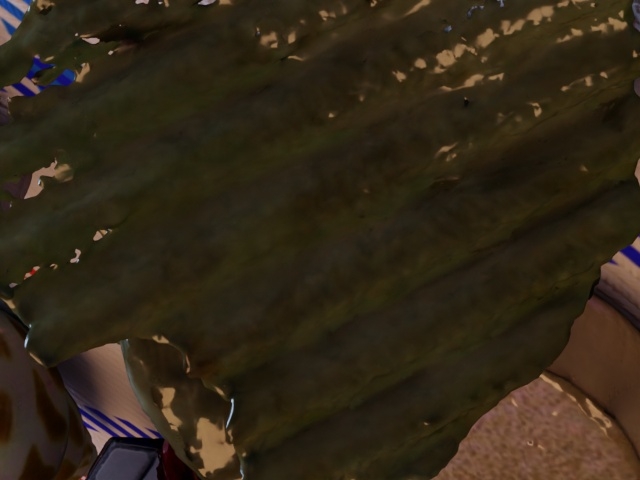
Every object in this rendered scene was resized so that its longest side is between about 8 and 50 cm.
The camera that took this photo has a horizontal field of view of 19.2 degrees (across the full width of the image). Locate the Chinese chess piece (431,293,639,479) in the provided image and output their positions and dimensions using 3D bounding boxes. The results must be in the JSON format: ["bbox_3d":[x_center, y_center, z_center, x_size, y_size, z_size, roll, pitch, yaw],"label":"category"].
[{"bbox_3d":[0.130,0.143,1.413,0.270,0.112,0.270,10,131,12],"label":"Chinese chess piece"}]

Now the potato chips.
[{"bbox_3d":[0.008,-0.055,1.065,0.373,0.389,0.097,38,-168,-10],"label":"potato chips"}]

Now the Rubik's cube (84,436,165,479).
[{"bbox_3d":[-0.141,0.336,1.898,0.319,0.264,0.319,5,178,0],"label":"Rubik's cube"}]

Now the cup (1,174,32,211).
[{"bbox_3d":[-0.393,-0.060,1.557,0.273,0.208,0.288,42,170,-20],"label":"cup"}]

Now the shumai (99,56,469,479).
[{"bbox_3d":[0.000,0.000,1.283,0.288,0.330,0.292,143,103,-83],"label":"shumai"}]

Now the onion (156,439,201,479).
[{"bbox_3d":[-0.003,0.226,1.648,0.314,0.232,0.314,19,144,15],"label":"onion"}]

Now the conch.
[{"bbox_3d":[-0.368,0.171,1.979,0.249,0.197,0.368,55,170,36],"label":"conch"}]
